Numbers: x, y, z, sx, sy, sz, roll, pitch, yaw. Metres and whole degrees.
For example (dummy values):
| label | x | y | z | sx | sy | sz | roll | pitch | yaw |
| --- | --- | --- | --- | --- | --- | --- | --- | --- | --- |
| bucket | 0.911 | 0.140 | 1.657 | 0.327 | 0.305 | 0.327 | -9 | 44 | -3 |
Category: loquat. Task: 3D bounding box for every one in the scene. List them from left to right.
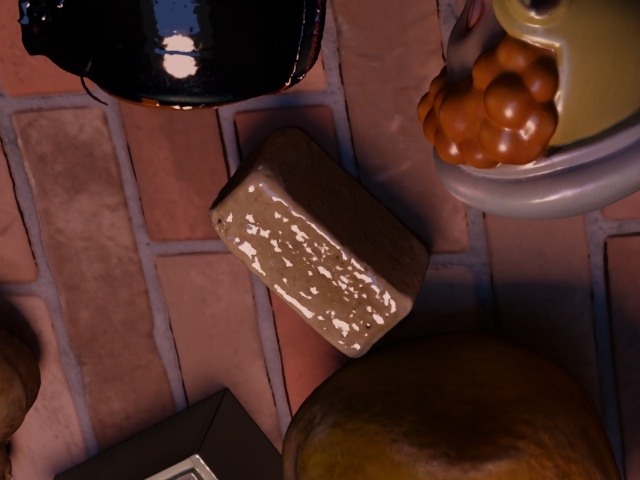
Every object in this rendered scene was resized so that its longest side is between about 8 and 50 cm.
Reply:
| label | x | y | z | sx | sy | sz | roll | pitch | yaw |
| --- | --- | --- | --- | --- | --- | --- | --- | --- | --- |
| loquat | 0.112 | 0.218 | 1.263 | 0.284 | 0.276 | 0.276 | -6 | 118 | -6 |

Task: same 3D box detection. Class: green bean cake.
| label | x | y | z | sx | sy | sz | roll | pitch | yaw |
| --- | --- | --- | --- | --- | --- | --- | --- | --- | --- |
| green bean cake | 0.000 | 0.000 | 1.266 | 0.179 | 0.109 | 0.085 | 41 | 119 | -11 |

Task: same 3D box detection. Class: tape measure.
| label | x | y | z | sx | sy | sz | roll | pitch | yaw |
| --- | --- | --- | --- | --- | --- | --- | --- | --- | --- |
| tape measure | -0.103 | -0.187 | 1.138 | 0.223 | 0.202 | 0.135 | 11 | 122 | 12 |

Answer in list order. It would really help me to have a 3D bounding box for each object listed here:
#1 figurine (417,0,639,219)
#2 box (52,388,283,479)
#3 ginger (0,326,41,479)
| label | x | y | z | sx | sy | sz | roll | pitch | yaw |
| --- | --- | --- | --- | --- | --- | --- | --- | --- | --- |
| figurine | 0.198 | -0.192 | 1.056 | 0.205 | 0.224 | 0.382 | 14 | 119 | 1 |
| box | -0.125 | 0.298 | 1.447 | 0.225 | 0.117 | 0.225 | -29 | 108 | 24 |
| ginger | -0.373 | 0.156 | 1.392 | 0.244 | 0.155 | 0.304 | 13 | 111 | -35 |
